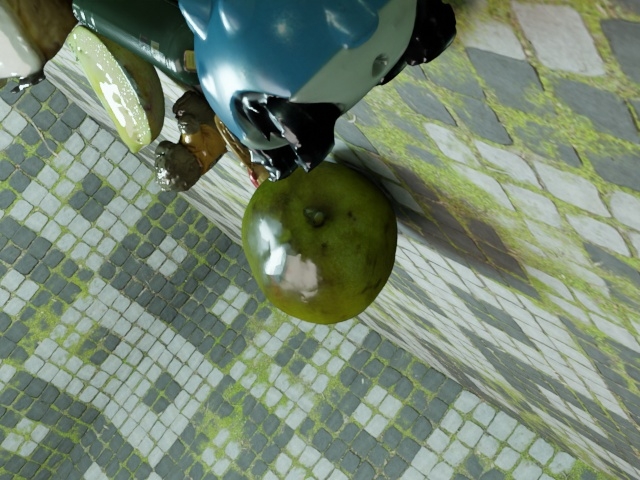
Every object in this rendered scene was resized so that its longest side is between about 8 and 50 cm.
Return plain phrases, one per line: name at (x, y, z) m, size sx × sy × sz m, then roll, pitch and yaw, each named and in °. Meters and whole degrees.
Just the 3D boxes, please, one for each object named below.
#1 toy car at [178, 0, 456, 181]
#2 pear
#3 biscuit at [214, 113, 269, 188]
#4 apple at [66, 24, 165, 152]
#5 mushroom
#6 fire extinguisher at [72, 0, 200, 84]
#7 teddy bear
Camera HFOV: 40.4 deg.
toy car at (-0.023, -0.174, 0.722) m, size 0.190 × 0.188 × 0.255 m, roll 47°, pitch 174°, yaw -8°
pear at (0.000, 0.000, 1.381) m, size 0.269 × 0.269 × 0.321 m, roll 36°, pitch 173°, yaw 6°
biscuit at (-0.093, -0.111, 1.593) m, size 0.339 × 0.047 × 0.216 m, roll 46°, pitch -168°, yaw -42°
apple at (-0.362, -0.302, 1.650) m, size 0.193 × 0.120 × 0.265 m, roll 8°, pitch 131°, yaw 59°
mushroom at (-0.605, -0.475, 1.486) m, size 0.224 × 0.313 × 0.397 m, roll -19°, pitch 124°, yaw 26°
fire extinguisher at (-0.219, -0.296, 1.215) m, size 0.311 × 0.095 × 0.114 m, roll 34°, pitch 139°, yaw 29°
teddy bear at (-0.254, -0.177, 1.705) m, size 0.140 × 0.190 × 0.177 m, roll 35°, pitch 163°, yaw 3°
